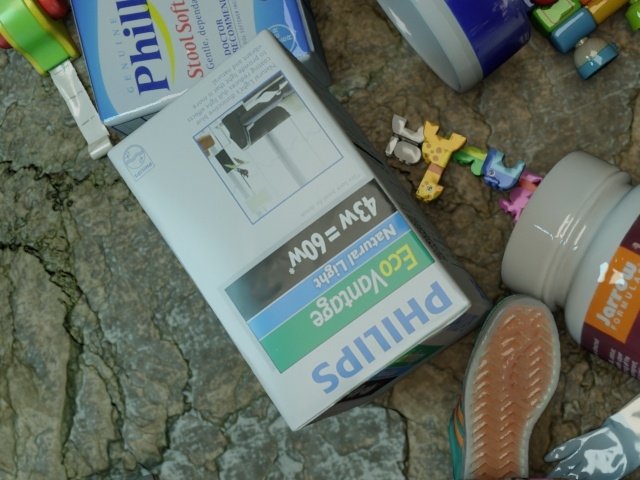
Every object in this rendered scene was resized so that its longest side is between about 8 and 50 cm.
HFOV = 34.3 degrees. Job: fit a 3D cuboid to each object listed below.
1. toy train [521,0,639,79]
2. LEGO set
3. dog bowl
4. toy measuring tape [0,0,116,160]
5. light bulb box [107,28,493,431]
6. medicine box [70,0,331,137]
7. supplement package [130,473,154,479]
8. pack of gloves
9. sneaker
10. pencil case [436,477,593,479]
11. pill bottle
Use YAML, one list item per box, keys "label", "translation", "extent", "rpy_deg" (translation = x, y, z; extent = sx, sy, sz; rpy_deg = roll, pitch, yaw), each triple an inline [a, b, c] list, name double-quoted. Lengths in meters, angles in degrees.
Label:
- label: "toy train"
  translation: [0.379, -0.326, 1.291]
  extent: [0.248, 0.105, 0.143]
  rpy_deg: [-38, 89, 6]
- label: "LEGO set"
  translation: [0.173, -0.080, 1.313]
  extent: [0.227, 0.087, 0.093]
  rpy_deg: [25, 90, 14]
- label: "dog bowl"
  translation: [0.134, -0.312, 1.251]
  extent: [0.104, 0.265, 0.265]
  rpy_deg: [-37, 79, 4]
- label: "toy measuring tape"
  translation: [-0.386, -0.265, 1.433]
  extent: [0.121, 0.121, 0.330]
  rpy_deg: [-29, 80, 8]
- label: "light bulb box"
  translation: [0.000, 0.000, 1.203]
  extent: [0.225, 0.358, 0.361]
  rpy_deg: [-37, 78, 8]
- label: "medicine box"
  translation: [-0.163, -0.300, 1.372]
  extent: [0.289, 0.149, 0.263]
  rpy_deg: [-17, 82, 9]
- label: "supplement package"
  translation: [-0.332, 0.442, 1.312]
  extent: [0.262, 0.198, 0.199]
  rpy_deg: [-22, 80, 9]
- label: "pack of gloves"
  translation: [0.399, 0.295, 1.253]
  extent: [0.232, 0.046, 0.195]
  rpy_deg: [-36, 80, 6]
- label: "sneaker"
  translation: [0.203, 0.194, 1.226]
  extent: [0.108, 0.121, 0.302]
  rpy_deg: [5, 108, -8]
- label: "pencil case"
  translation: [0.295, 0.353, 1.140]
  extent: [0.386, 0.167, 0.160]
  rpy_deg: [3, 52, -6]
- label: "pill bottle"
  translation: [0.416, 0.065, 1.155]
  extent: [0.392, 0.224, 0.224]
  rpy_deg: [31, 92, 26]
